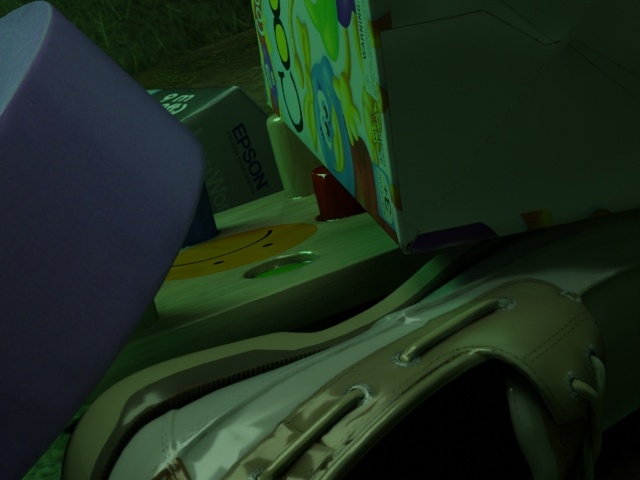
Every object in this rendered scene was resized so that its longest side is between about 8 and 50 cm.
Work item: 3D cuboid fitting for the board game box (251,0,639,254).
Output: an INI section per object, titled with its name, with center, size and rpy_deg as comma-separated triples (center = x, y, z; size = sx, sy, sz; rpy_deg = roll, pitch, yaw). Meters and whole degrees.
[board game box]
center = 0.059, -0.109, 0.756
size = 0.144, 0.142, 0.275
rpy_deg = -11, 18, -9

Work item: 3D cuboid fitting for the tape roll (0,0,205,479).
[tape roll]
center = -0.174, 0.030, 0.713
size = 0.275, 0.090, 0.275
rpy_deg = -40, 22, 20

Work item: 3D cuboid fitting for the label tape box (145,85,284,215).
[label tape box]
center = -0.158, -0.038, 1.232
size = 0.348, 0.115, 0.249
rpy_deg = -39, 26, -33

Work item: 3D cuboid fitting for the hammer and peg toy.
[hammer and peg toy]
center = 0.000, 0.000, 0.948
size = 0.361, 0.127, 0.266
rpy_deg = -20, 12, -21

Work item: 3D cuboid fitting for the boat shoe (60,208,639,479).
[boat shoe]
center = 0.059, 0.069, 0.653
size = 0.302, 0.113, 0.103
rpy_deg = -23, 34, -27
